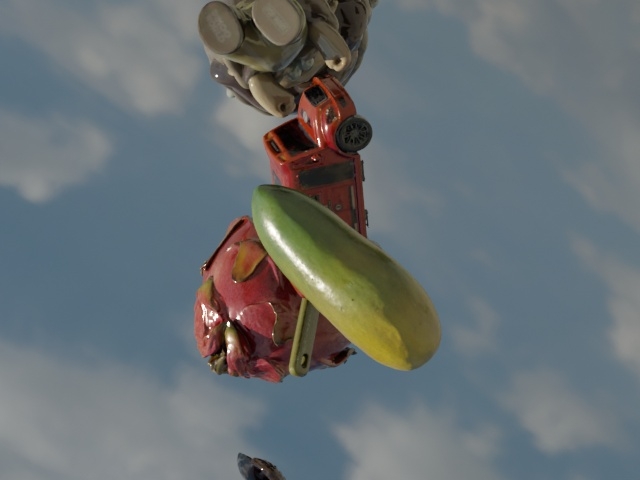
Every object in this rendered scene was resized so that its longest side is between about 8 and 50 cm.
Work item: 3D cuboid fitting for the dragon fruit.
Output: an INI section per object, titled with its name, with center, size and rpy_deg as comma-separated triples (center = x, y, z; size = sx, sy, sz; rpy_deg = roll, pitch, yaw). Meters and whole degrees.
[dragon fruit]
center = -0.034, 0.065, 2.090
size = 0.315, 0.250, 0.250
rpy_deg = -11, -136, -34

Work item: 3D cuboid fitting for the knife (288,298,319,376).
[knife]
center = -0.001, 0.000, 1.896
size = 0.027, 0.343, 0.061
rpy_deg = 4, 168, 43

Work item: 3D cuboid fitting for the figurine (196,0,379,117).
[figurine]
center = -0.057, -0.266, 1.951
size = 0.203, 0.248, 0.380
rpy_deg = 55, -170, 0

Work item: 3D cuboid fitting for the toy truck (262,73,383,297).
[toy truck]
center = 0.000, -0.062, 1.787
size = 0.114, 0.252, 0.107
rpy_deg = -14, -148, -12

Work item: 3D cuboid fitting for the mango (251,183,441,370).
[mango]
center = 0.025, 0.036, 1.529
size = 0.237, 0.091, 0.137
rpy_deg = 45, 171, 22

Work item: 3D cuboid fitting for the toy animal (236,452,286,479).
[toy animal]
center = -0.033, 0.345, 1.853
size = 0.116, 0.179, 0.218
rpy_deg = 5, -120, -51
